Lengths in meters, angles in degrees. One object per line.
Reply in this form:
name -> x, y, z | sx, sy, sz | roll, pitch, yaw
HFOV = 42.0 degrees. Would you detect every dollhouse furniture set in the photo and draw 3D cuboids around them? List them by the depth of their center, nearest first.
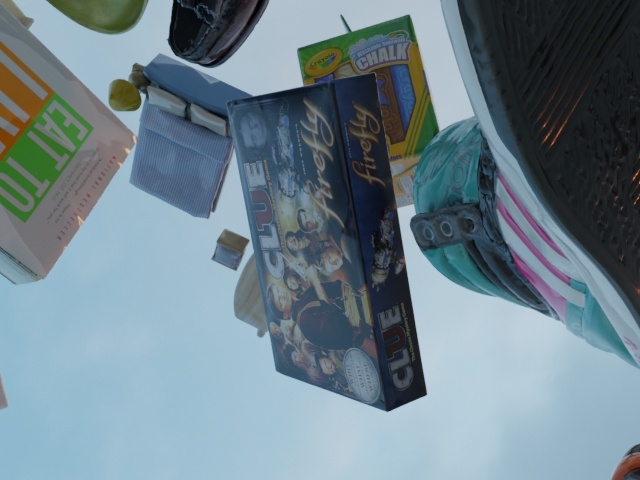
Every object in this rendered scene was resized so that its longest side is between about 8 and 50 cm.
dollhouse furniture set -> -0.163, -0.029, 1.059 | 0.303, 0.286, 0.198 | 27, -137, 0

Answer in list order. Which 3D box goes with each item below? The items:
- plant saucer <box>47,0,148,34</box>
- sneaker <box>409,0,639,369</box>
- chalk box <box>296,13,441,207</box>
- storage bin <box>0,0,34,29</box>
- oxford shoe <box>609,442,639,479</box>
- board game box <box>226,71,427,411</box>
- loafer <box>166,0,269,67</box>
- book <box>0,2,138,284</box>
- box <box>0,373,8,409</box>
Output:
plant saucer -> -0.215, -0.284, 0.680 | 0.241, 0.241, 0.037 | 49, -118, -8
sneaker -> 0.104, -0.053, 0.427 | 0.124, 0.178, 0.295 | -44, -59, -13
chalk box -> 0.082, -0.206, 1.259 | 0.179, 0.180, 0.289 | -14, -110, 12
storage bin -> -0.489, -0.188, 0.891 | 0.123, 0.262, 0.260 | 55, -128, -45
oxford shoe -> 0.309, 0.239, 0.756 | 0.271, 0.097, 0.098 | 62, -145, -44
board game box -> 0.000, 0.000, 0.665 | 0.042, 0.165, 0.243 | -16, -79, -31
loafer -> -0.081, -0.292, 0.731 | 0.095, 0.302, 0.109 | -8, -132, -49
book -> -0.163, -0.061, 0.382 | 0.144, 0.035, 0.096 | 45, -123, -30
box -> -0.331, 0.055, 0.673 | 0.091, 0.170, 0.130 | -20, -50, -28
